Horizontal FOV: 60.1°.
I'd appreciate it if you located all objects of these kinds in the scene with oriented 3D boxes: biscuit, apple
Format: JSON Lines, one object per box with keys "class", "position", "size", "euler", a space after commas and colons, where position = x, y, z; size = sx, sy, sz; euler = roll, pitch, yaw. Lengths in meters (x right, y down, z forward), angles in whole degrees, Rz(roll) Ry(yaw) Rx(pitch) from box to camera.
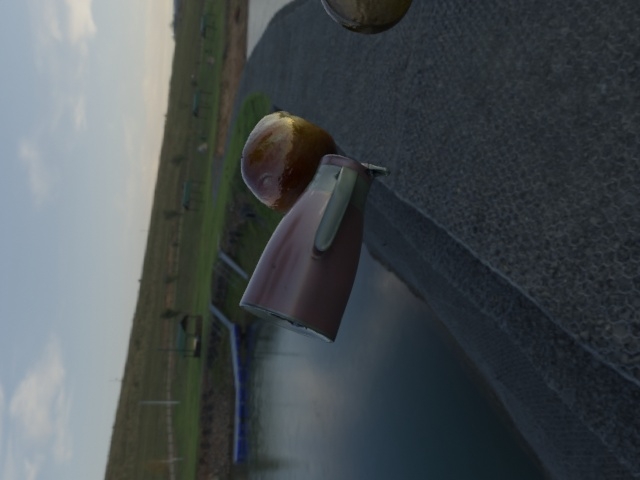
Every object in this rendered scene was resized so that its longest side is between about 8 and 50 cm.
{"class": "biscuit", "position": [0.062, -0.412, 0.802], "size": [0.039, 0.180, 0.236], "euler": [129, 134, -78]}
{"class": "apple", "position": [-0.052, -0.136, 1.015], "size": [0.160, 0.195, 0.173], "euler": [36, 100, 30]}

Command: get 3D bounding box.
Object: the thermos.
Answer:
{"class": "thermos", "position": [0.000, 0.000, 0.809], "size": [0.176, 0.146, 0.265], "euler": [133, 159, -76]}
